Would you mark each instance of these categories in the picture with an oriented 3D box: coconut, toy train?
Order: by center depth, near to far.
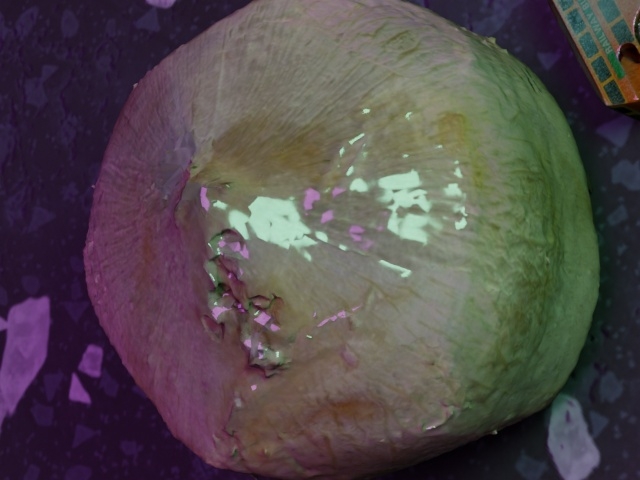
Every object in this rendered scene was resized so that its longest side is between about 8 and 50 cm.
[{"bbox_3d":[0.000,0.000,1.540,0.404,0.404,0.405,-10,73,34],"label":"coconut"},{"bbox_3d":[0.249,-0.182,1.590,0.099,0.072,0.188,-40,59,28],"label":"toy train"}]
